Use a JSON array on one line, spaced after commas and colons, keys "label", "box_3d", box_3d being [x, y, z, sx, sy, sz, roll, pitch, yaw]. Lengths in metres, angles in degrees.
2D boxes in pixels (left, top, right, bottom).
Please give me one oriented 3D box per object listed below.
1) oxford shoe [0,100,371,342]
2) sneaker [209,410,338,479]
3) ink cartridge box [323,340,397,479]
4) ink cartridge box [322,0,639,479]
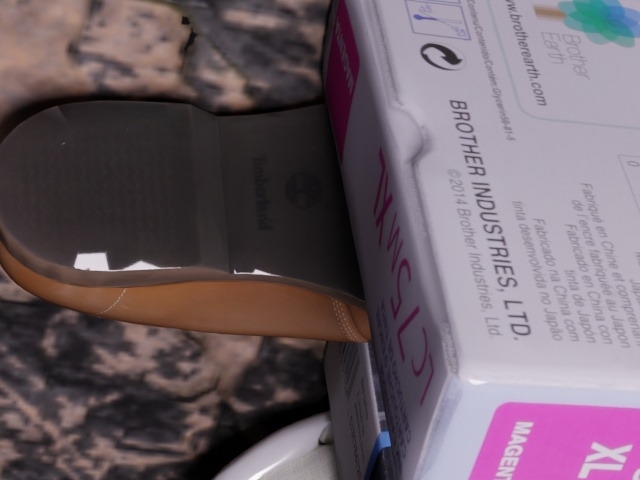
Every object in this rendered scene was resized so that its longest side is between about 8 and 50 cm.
[{"label": "oxford shoe", "box_3d": [0.000, 0.000, 0.612, 0.212, 0.076, 0.076, 7, 156, -9]}, {"label": "sneaker", "box_3d": [0.090, 0.140, 0.715, 0.292, 0.118, 0.110, 13, 132, -17]}, {"label": "ink cartridge box", "box_3d": [0.174, 0.090, 0.644, 0.332, 0.165, 0.065, 4, 132, -12]}, {"label": "ink cartridge box", "box_3d": [0.164, 0.002, 0.541, 0.311, 0.186, 0.065, 3, 131, -11]}]
